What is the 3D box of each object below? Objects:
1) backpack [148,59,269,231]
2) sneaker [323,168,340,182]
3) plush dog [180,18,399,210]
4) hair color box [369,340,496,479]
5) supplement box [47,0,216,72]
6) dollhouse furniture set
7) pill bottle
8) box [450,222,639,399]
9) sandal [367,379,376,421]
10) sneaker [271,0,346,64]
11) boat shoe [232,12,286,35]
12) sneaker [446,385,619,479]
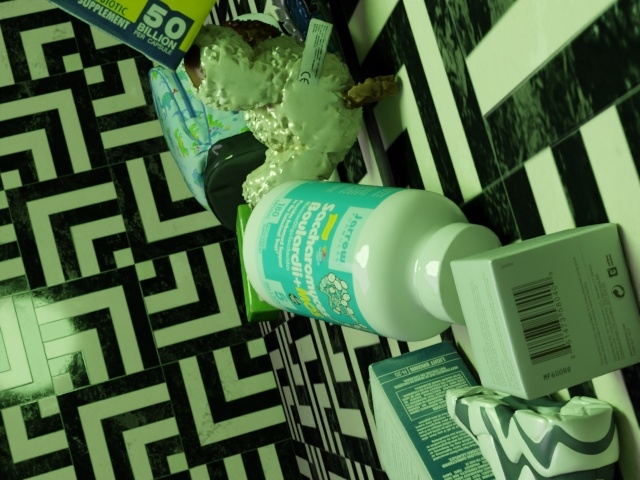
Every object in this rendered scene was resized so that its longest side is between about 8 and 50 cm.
[{"bbox_3d":[-0.189,-0.216,1.860,0.290,0.273,0.355,81,-178,-60],"label":"backpack"},{"bbox_3d":[-0.017,-0.127,1.506,0.212,0.080,0.094,-140,47,-60],"label":"sneaker"},{"bbox_3d":[-0.028,-0.168,1.153,0.225,0.211,0.262,-112,-4,-69],"label":"plush dog"},{"bbox_3d":[0.162,0.282,1.004,0.347,0.105,0.174,-119,15,-52],"label":"hair color box"},{"bbox_3d":[-0.160,-0.394,1.020,0.356,0.194,0.195,-58,27,12],"label":"supplement box"},{"bbox_3d":[0.000,0.000,1.263,0.301,0.198,0.151,115,150,-74],"label":"dollhouse furniture set"},{"bbox_3d":[0.052,0.017,0.964,0.264,0.146,0.146,8,115,49],"label":"pill bottle"},{"bbox_3d":[0.162,0.049,0.699,0.087,0.102,0.101,166,89,-77],"label":"box"},{"bbox_3d":[0.108,0.250,1.370,0.040,0.067,0.179,-100,-4,-75],"label":"sandal"},{"bbox_3d":[0.000,-0.259,1.268,0.083,0.071,0.190,-58,-46,-60],"label":"sneaker"},{"bbox_3d":[-0.089,-0.268,1.563,0.301,0.108,0.102,-116,15,-55],"label":"boat shoe"},{"bbox_3d":[0.180,0.206,0.836,0.235,0.094,0.153,175,89,-69],"label":"sneaker"}]
